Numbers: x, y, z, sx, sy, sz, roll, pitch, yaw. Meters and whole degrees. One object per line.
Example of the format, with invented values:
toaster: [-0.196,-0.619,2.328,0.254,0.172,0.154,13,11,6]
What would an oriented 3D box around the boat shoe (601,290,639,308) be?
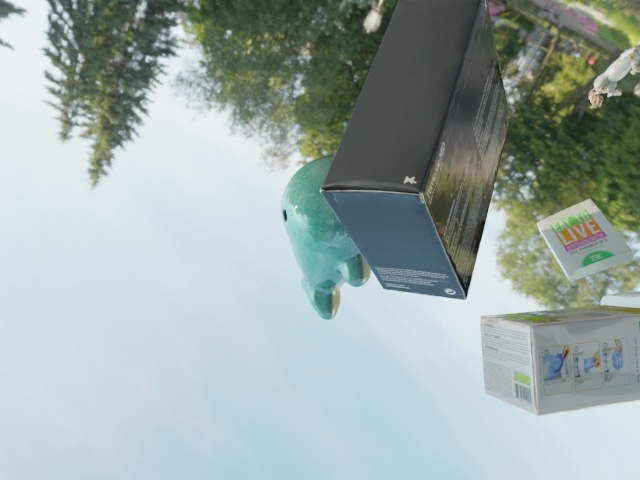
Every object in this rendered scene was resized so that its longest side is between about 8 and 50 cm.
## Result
boat shoe: [0.525,0.108,0.844,0.063,0.066,0.184,-16,177,-14]

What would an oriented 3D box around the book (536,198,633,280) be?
book: [0.421,0.000,0.879,0.035,0.096,0.144,58,-164,-30]

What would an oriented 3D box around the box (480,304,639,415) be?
box: [0.320,0.142,0.681,0.203,0.103,0.114,-3,178,-14]

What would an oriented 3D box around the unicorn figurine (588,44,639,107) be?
unicorn figurine: [0.568,-0.321,1.017,0.060,0.161,0.111,52,-149,-10]

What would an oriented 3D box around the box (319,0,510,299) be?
box: [0.116,-0.099,0.570,0.103,0.184,0.261,6,-120,29]

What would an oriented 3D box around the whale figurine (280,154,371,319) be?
whale figurine: [0.000,0.000,0.850,0.141,0.272,0.216,-3,-141,-25]
